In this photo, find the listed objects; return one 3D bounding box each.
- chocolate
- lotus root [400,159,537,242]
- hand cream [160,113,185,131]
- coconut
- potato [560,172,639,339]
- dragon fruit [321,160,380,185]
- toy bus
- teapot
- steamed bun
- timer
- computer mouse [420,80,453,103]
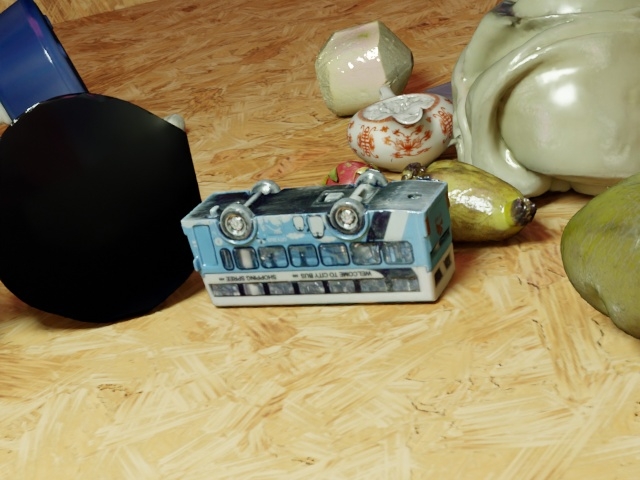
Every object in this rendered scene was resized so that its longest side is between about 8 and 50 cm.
[{"bbox_3d":[-0.283,-0.047,1.633,0.283,0.284,0.186,-15,10,-6],"label":"chocolate"},{"bbox_3d":[0.179,-0.038,1.571,0.190,0.094,0.108,18,59,38],"label":"lotus root"},{"bbox_3d":[-0.293,-0.189,2.304,0.143,0.039,0.061,-6,26,41],"label":"hand cream"},{"bbox_3d":[0.077,-0.278,2.166,0.152,0.147,0.147,-9,21,16],"label":"coconut"},{"bbox_3d":[0.335,0.018,1.242,0.174,0.159,0.251,-39,33,-3],"label":"potato"},{"bbox_3d":[0.041,-0.065,1.724,0.086,0.081,0.116,-25,23,-4],"label":"dragon fruit"},{"bbox_3d":[0.000,0.000,1.509,0.297,0.131,0.106,-3,23,25],"label":"toy bus"},{"bbox_3d":[0.115,-0.162,1.892,0.159,0.116,0.245,-28,25,-4],"label":"teapot"},{"bbox_3d":[0.322,-0.203,1.678,0.342,0.255,0.368,-7,22,5],"label":"steamed bun"},{"bbox_3d":[-0.600,-0.220,2.317,0.383,0.270,0.270,-30,23,-3],"label":"timer"},{"bbox_3d":[0.243,-0.219,2.035,0.232,0.057,0.120,-22,23,-31],"label":"computer mouse"}]
